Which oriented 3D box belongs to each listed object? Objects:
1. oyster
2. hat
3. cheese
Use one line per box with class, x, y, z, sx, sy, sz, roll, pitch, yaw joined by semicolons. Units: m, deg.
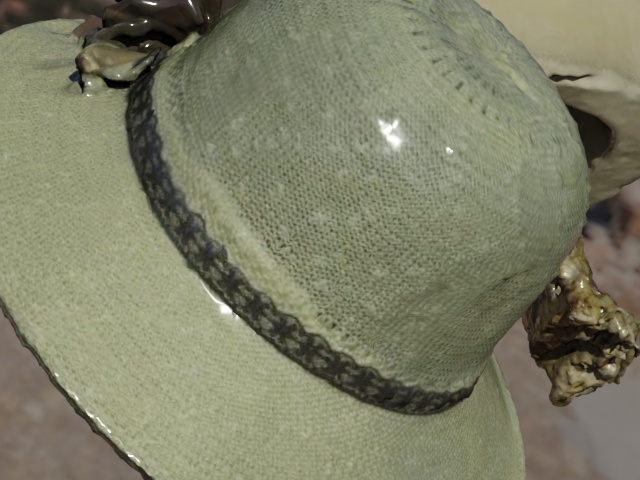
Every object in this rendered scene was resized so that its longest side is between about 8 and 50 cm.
oyster;0.135;0.036;1.028;0.056;0.105;0.177;-11;6;0
hat;0.016;-0.020;0.646;0.257;0.130;0.257;35;28;-22
cheese;0.140;-0.153;1.708;0.332;0.292;0.153;14;63;-21
